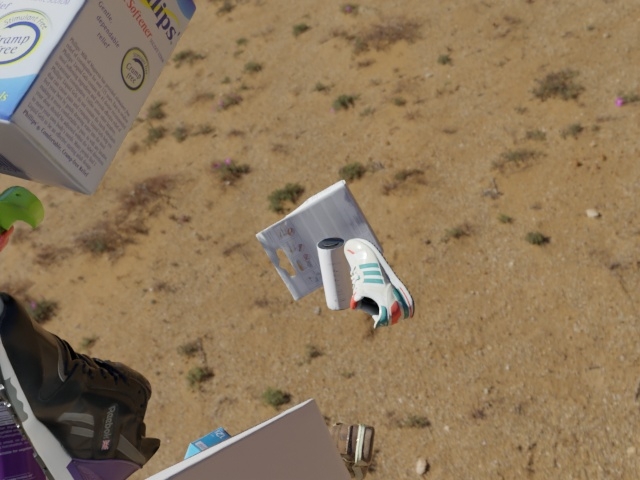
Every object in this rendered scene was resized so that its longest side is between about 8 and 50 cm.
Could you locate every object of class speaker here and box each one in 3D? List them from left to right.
[{"bbox_3d":[0.030,0.064,1.294,0.055,0.136,0.055,-8,25,4],"label":"speaker"}]

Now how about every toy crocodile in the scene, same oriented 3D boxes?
[{"bbox_3d":[-0.605,0.034,1.137,0.340,0.105,0.115,-45,19,9],"label":"toy crocodile"}]

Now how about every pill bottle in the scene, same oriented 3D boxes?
[{"bbox_3d":[-0.642,0.394,1.394,0.181,0.181,0.323,-12,83,21],"label":"pill bottle"}]

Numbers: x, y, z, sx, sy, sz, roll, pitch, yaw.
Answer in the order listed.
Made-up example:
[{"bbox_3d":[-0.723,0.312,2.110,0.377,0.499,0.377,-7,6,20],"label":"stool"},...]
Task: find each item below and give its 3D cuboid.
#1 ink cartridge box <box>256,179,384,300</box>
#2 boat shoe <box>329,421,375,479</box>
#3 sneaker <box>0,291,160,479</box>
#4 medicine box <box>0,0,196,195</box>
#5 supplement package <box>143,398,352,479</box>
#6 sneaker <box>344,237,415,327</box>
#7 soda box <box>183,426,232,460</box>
[{"bbox_3d":[0.000,0.000,1.533,0.232,0.189,0.066,-29,12,10],"label":"ink cartridge box"},{"bbox_3d":[0.046,0.387,1.260,0.095,0.257,0.095,7,61,3],"label":"boat shoe"},{"bbox_3d":[-0.236,0.140,0.650,0.124,0.283,0.107,-29,47,-26],"label":"sneaker"},{"bbox_3d":[-0.333,-0.228,0.767,0.263,0.149,0.289,13,67,20],"label":"medicine box"},{"bbox_3d":[-0.102,0.267,0.513,0.177,0.175,0.293,-33,-12,28],"label":"supplement package"},{"bbox_3d":[0.067,0.063,0.995,0.075,0.057,0.161,-23,57,-22],"label":"sneaker"},{"bbox_3d":[-0.097,0.357,0.925,0.210,0.071,0.067,34,24,25],"label":"soda box"}]
